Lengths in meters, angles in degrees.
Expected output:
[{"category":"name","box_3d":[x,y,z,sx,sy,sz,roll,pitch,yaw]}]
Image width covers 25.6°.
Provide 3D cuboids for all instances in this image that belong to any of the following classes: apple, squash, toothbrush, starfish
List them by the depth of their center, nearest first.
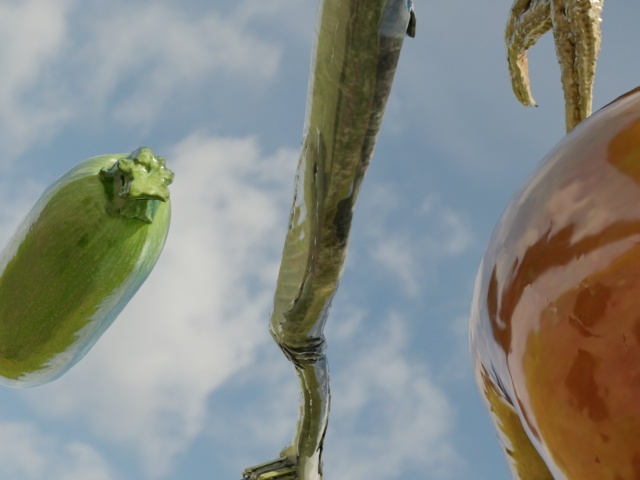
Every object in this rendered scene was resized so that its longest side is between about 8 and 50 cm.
[{"category":"apple","box_3d":[0.185,0.044,0.506,0.242,0.241,0.242,155,-90,-84]},{"category":"toothbrush","box_3d":[0.000,0.000,0.544,0.035,0.042,0.413,50,-35,36]},{"category":"starfish","box_3d":[0.168,-0.188,1.042,0.138,0.050,0.247,177,-83,-76]},{"category":"squash","box_3d":[-0.204,0.034,1.098,0.107,0.107,0.395,45,-36,-2]}]
